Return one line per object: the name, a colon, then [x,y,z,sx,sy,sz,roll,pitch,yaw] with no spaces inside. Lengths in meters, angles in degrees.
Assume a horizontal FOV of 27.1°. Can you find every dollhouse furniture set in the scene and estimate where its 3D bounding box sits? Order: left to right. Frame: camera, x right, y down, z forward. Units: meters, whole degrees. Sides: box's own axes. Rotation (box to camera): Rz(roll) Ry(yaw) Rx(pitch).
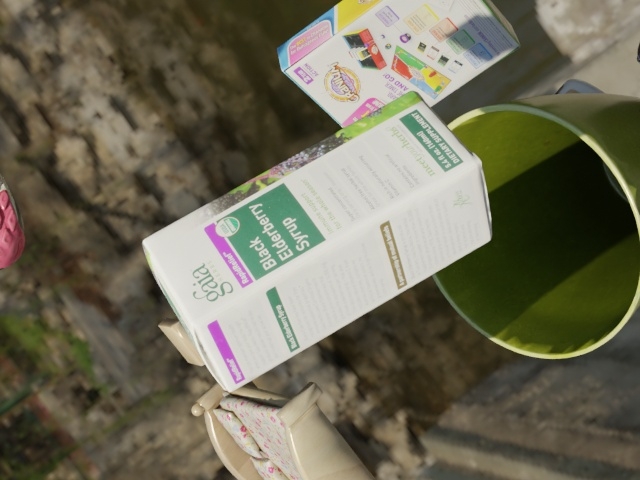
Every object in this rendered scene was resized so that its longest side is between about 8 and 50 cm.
dollhouse furniture set: [-0.023,0.243,1.086,0.355,0.174,0.303,52,161,-13]

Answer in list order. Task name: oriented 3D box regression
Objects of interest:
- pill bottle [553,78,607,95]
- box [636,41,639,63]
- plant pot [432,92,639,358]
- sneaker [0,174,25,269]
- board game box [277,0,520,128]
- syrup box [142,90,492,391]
pill bottle: [0.299,-0.065,1.717,0.153,0.264,0.153,39,-176,-4]
box: [0.506,-0.247,1.525,0.203,0.168,0.167,4,161,43]
plant pot: [0.298,-0.053,1.458,0.275,0.293,0.274,19,121,35]
sneaker: [-0.365,-0.049,1.181,0.299,0.120,0.112,25,170,32]
board game box: [0.127,-0.313,2.148,0.242,0.317,0.064,41,-155,-39]
syrup box: [0.000,0.000,0.974,0.093,0.237,0.096,53,168,39]
